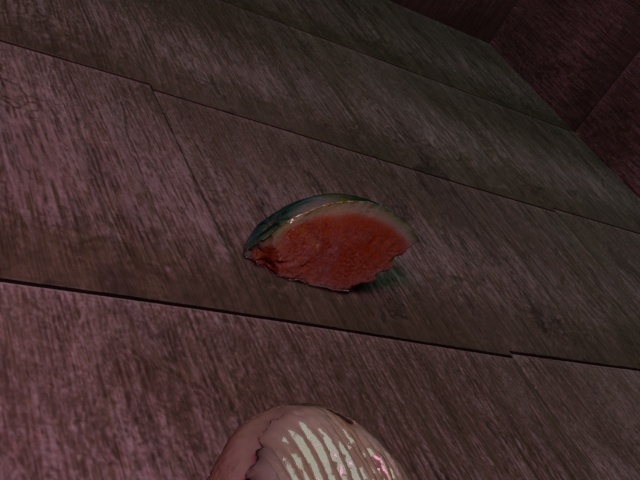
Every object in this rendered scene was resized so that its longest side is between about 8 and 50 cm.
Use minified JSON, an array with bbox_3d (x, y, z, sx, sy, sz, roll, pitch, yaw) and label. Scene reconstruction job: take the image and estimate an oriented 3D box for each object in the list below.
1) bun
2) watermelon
[{"bbox_3d":[-0.005,0.249,0.750,0.239,0.141,0.239,37,33,-29],"label":"bun"},{"bbox_3d":[0.000,-0.021,1.277,0.231,0.128,0.146,15,14,-29],"label":"watermelon"}]
